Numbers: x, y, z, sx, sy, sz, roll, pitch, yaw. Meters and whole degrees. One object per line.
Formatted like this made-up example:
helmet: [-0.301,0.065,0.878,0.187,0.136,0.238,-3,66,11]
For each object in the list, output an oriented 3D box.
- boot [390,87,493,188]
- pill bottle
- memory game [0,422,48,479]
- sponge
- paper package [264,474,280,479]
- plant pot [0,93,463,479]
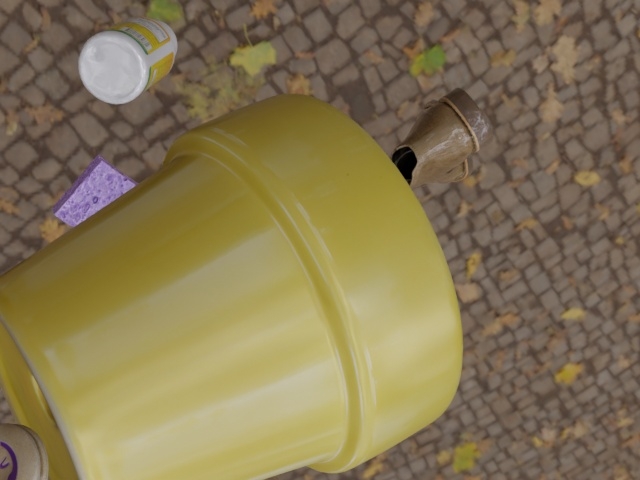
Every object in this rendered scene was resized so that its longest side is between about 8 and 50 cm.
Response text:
boot: [0.138,-0.117,1.269,0.115,0.112,0.305,-35,175,-1]
pill bottle: [-0.312,-0.309,1.599,0.118,0.208,0.117,4,114,9]
memory game: [-0.173,0.139,0.380,0.186,0.186,0.012,-41,154,12]
sponge: [-0.314,-0.034,1.560,0.210,0.031,0.117,38,94,-33]
paper package: [-0.269,0.352,1.445,0.325,0.168,0.309,-42,112,15]
plant pot: [-0.078,0.059,0.626,0.239,0.254,0.254,-25,134,-28]
